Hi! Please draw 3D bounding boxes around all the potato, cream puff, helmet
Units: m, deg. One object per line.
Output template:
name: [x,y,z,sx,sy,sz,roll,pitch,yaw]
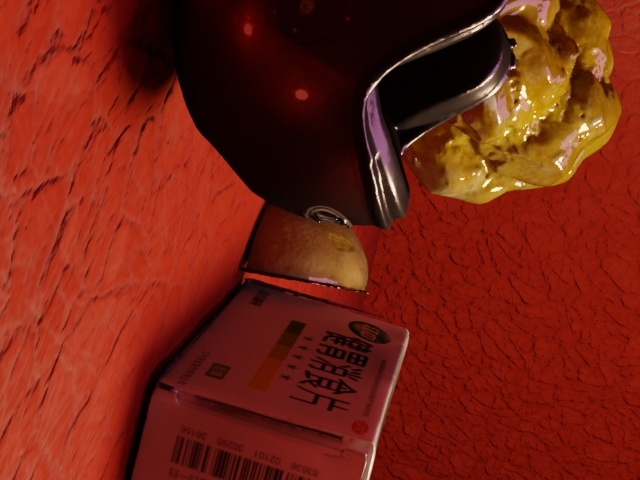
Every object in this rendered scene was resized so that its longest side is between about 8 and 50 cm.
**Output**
potato: [0.000,-0.002,1.193,0.261,0.120,0.100,32,67,-84]
cream puff: [0.182,-0.212,1.248,0.291,0.324,0.257,-47,167,-11]
helmet: [0.016,-0.114,0.624,0.189,0.193,0.216,42,51,-80]

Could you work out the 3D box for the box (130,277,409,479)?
box: [-0.034,0.156,0.968,0.333,0.173,0.145,-52,156,-75]
